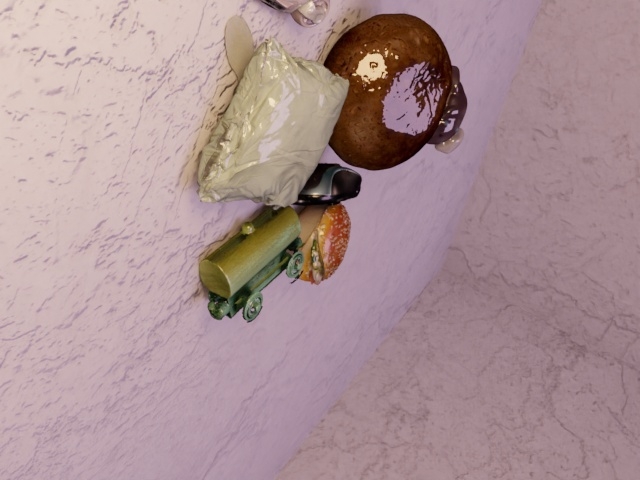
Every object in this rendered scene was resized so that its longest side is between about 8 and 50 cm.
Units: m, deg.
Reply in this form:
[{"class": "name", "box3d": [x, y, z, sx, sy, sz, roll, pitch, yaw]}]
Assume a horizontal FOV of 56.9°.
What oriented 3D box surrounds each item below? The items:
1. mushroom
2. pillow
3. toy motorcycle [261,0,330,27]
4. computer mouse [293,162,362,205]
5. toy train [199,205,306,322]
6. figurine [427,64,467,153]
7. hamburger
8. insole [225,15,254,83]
[{"class": "mushroom", "box3d": [0.145, -0.326, 1.315, 0.345, 0.239, 0.345, -6, 100, -38]}, {"class": "pillow", "box3d": [-0.087, -0.196, 1.081, 0.310, 0.138, 0.283, -62, 155, 11]}, {"class": "toy motorcycle", "box3d": [-0.058, -0.420, 0.942, 0.113, 0.112, 0.254, -60, 159, -3]}, {"class": "computer mouse", "box3d": [0.005, -0.137, 1.395, 0.233, 0.137, 0.097, -23, 118, -57]}, {"class": "toy train", "box3d": [-0.134, 0.045, 1.297, 0.307, 0.126, 0.190, -43, 152, -41]}, {"class": "figurine", "box3d": [0.295, -0.406, 1.626, 0.365, 0.206, 0.218, 34, 73, -68]}, {"class": "hamburger", "box3d": [0.001, 0.001, 1.536, 0.237, 0.147, 0.237, -53, 160, -29]}, {"class": "insole", "box3d": [-0.131, -0.305, 1.021, 0.065, 0.004, 0.197, -54, 158, -21]}]
